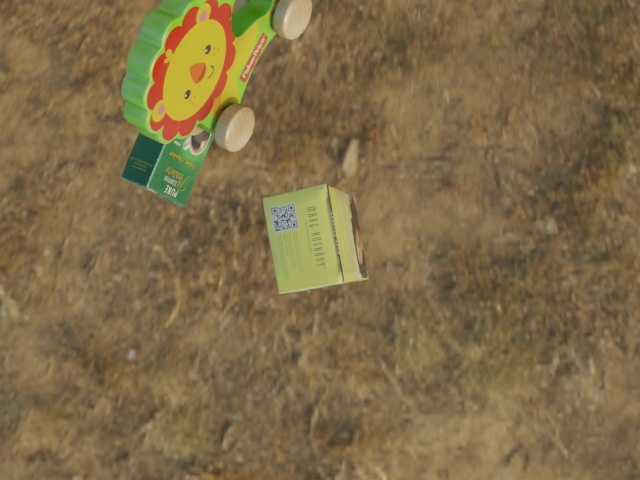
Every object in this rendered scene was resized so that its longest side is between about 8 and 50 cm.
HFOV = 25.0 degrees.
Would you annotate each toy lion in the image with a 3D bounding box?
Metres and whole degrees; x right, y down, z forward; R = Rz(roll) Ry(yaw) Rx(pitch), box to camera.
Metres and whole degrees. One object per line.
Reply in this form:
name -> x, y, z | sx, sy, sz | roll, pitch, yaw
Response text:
toy lion -> -0.052, -0.089, 0.664 | 0.034, 0.096, 0.100 | 25, 85, 24

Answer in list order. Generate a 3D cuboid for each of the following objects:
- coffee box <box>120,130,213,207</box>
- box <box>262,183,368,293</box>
coffee box -> -0.154, -0.136, 1.616 | 0.040, 0.113, 0.184 | 21, 88, 19
box -> 0.000, 0.000, 1.287 | 0.058, 0.232, 0.087 | -10, 89, 8
